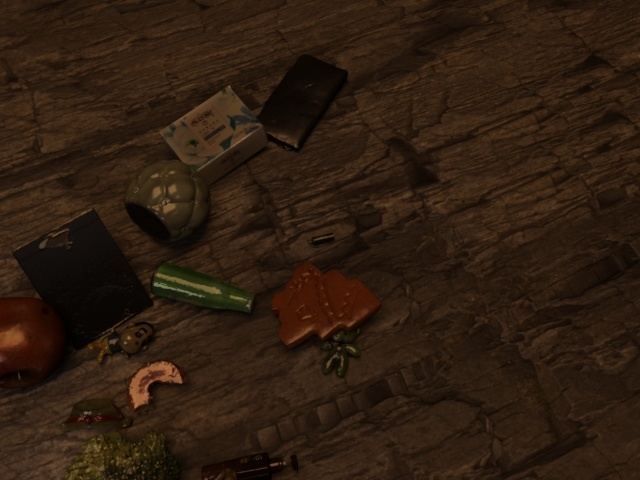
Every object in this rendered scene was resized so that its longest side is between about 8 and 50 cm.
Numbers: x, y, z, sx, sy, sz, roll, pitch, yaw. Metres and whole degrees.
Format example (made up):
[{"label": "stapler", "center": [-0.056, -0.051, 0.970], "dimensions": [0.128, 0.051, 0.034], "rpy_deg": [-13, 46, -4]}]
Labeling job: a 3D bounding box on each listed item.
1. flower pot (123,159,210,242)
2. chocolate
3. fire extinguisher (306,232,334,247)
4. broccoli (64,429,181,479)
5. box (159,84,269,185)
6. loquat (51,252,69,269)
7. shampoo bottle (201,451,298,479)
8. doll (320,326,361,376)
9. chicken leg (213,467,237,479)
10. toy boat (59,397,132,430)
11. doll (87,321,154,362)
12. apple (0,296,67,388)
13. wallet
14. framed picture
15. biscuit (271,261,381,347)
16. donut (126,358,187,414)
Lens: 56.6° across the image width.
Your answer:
[{"label": "flower pot", "center": [-0.441, -0.117, 1.741], "dimensions": [0.246, 0.246, 0.195], "rpy_deg": [28, 59, 15]}, {"label": "chocolate", "center": [-0.326, 0.143, 1.682], "dimensions": [0.291, 0.110, 0.110], "rpy_deg": [15, 64, 6]}, {"label": "fire extinguisher", "center": [0.000, 0.000, 1.791], "dimensions": [0.083, 0.025, 0.038], "rpy_deg": [-12, 86, -6]}, {"label": "broccoli", "center": [-0.476, 0.569, 1.393], "dimensions": [0.288, 0.235, 0.260], "rpy_deg": [7, 57, -38]}, {"label": "box", "center": [-0.337, -0.328, 1.900], "dimensions": [0.274, 0.116, 0.203], "rpy_deg": [-36, 68, -9]}, {"label": "loquat", "center": [-0.741, 0.060, 1.708], "dimensions": [0.141, 0.141, 0.141], "rpy_deg": [0, 62, 1]}, {"label": "shampoo bottle", "center": [-0.173, 0.568, 1.468], "dimensions": [0.236, 0.067, 0.068], "rpy_deg": [-11, 42, -3]}, {"label": "doll", "center": [0.052, 0.292, 1.615], "dimensions": [0.115, 0.077, 0.151], "rpy_deg": [7, 73, 16]}, {"label": "chicken leg", "center": [-0.293, 0.638, 1.397], "dimensions": [0.087, 0.107, 0.251], "rpy_deg": [45, 88, 1]}, {"label": "toy boat", "center": [-0.584, 0.453, 1.537], "dimensions": [0.184, 0.071, 0.089], "rpy_deg": [-3, 20, -1]}, {"label": "doll", "center": [-0.536, 0.275, 1.622], "dimensions": [0.179, 0.102, 0.089], "rpy_deg": [-29, 27, -13]}, {"label": "apple", "center": [-0.793, 0.257, 1.549], "dimensions": [0.253, 0.254, 0.254], "rpy_deg": [0, 62, 1]}, {"label": "wallet", "center": [-0.071, -0.475, 2.025], "dimensions": [0.197, 0.051, 0.378], "rpy_deg": [25, 67, 12]}, {"label": "framed picture", "center": [-0.656, 0.107, 1.656], "dimensions": [0.244, 0.013, 0.324], "rpy_deg": [-32, 98, -15]}, {"label": "biscuit", "center": [0.015, 0.170, 1.639], "dimensions": [0.306, 0.043, 0.284], "rpy_deg": [-1, 47, 13]}, {"label": "donut", "center": [-0.443, 0.376, 1.576], "dimensions": [0.166, 0.065, 0.117], "rpy_deg": [-29, 67, -15]}]
